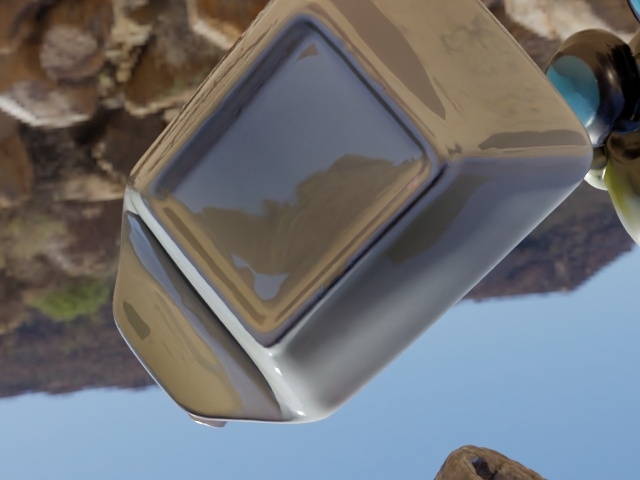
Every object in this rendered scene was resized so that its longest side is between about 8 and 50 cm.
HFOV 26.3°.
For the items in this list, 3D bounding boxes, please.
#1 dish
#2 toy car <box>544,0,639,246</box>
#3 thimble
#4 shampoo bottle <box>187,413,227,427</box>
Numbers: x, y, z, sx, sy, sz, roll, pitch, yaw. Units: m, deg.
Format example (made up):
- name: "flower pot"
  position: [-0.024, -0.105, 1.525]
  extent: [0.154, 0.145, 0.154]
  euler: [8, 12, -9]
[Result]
- name: "dish"
  position: [-0.015, -0.013, 0.589]
  extent: [0.234, 0.154, 0.064]
  euler: [-47, 167, 28]
- name: "toy car"
  position: [0.254, -0.063, 0.699]
  extent: [0.204, 0.198, 0.248]
  euler: [-14, 154, -31]
- name: "thimble"
  position: [0.177, 0.284, 1.398]
  extent: [0.150, 0.098, 0.150]
  euler: [25, -168, -5]
- name: "shampoo bottle"
  position: [0.000, 0.000, 0.925]
  extent: [0.092, 0.303, 0.092]
  euler: [31, -168, -7]
